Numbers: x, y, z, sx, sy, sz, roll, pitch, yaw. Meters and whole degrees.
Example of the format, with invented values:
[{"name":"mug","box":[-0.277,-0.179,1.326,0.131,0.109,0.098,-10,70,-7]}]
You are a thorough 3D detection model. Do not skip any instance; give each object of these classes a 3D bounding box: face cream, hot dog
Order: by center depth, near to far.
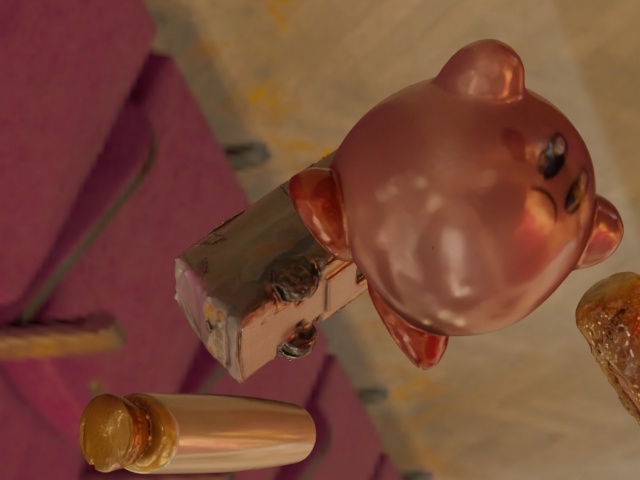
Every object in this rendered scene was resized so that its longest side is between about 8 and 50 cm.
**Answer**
[{"name":"face cream","box":[-0.076,0.124,1.101,0.072,0.051,0.182,7,179,38]},{"name":"hot dog","box":[0.309,0.146,1.402,0.286,0.088,0.061,49,166,-16]}]

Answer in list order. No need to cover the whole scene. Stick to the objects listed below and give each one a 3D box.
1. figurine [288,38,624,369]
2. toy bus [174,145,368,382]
[{"name":"figurine","box":[0.091,-0.024,1.081,0.173,0.173,0.173,3,151,2]},{"name":"toy bus","box":[0.000,0.000,1.671,0.138,0.317,0.112,39,146,28]}]
